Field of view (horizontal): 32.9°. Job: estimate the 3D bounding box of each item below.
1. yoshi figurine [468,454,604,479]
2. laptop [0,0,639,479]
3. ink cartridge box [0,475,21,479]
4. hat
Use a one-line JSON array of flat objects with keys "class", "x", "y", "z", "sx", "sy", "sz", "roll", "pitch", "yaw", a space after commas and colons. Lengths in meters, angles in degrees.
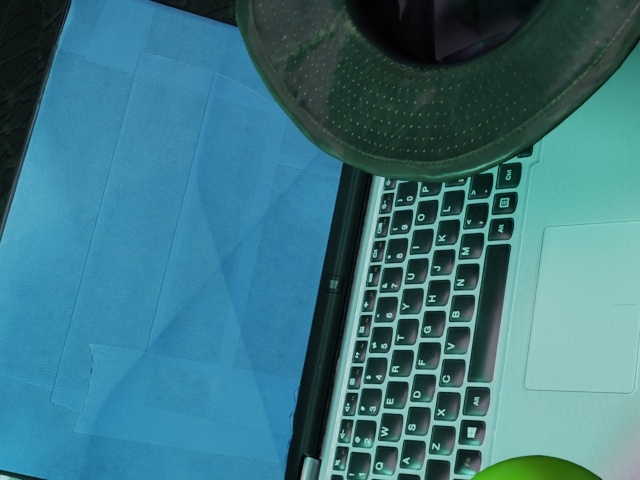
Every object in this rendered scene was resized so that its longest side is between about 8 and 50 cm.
[{"class": "yoshi figurine", "x": 0.154, "y": 0.178, "z": 0.480, "sx": 0.362, "sy": 0.204, "sz": 0.203, "roll": -27, "pitch": 42, "yaw": 63}, {"class": "laptop", "x": 0.000, "y": 0.000, "z": 0.736, "sx": 0.408, "sy": 0.236, "sz": 0.381, "roll": -4, "pitch": 67, "yaw": 40}, {"class": "ink cartridge box", "x": -0.320, "y": 0.207, "z": 1.038, "sx": 0.176, "sy": 0.069, "sz": 0.370, "roll": 2, "pitch": 73, "yaw": 42}, {"class": "hat", "x": 0.106, "y": -0.193, "z": 0.687, "sx": 0.331, "sy": 0.134, "sz": 0.331, "roll": -4, "pitch": 83, "yaw": 34}]
